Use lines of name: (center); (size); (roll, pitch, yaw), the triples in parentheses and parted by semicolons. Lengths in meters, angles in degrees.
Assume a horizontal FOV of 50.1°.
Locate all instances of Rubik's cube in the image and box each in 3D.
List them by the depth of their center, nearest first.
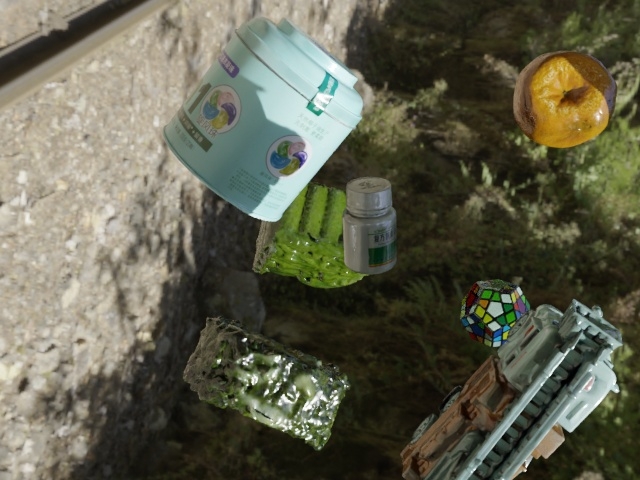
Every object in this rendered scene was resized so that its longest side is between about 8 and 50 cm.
Rubik's cube: (0.331, 0.137, 1.297); (0.112, 0.133, 0.133); (-40, 148, -27)

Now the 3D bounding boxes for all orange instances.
orange: (0.604, -0.346, 1.720); (0.183, 0.249, 0.248); (-8, 106, -80)

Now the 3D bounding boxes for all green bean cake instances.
green bean cake: (0.000, 0.000, 1.811); (0.335, 0.319, 0.218); (125, -24, -70)

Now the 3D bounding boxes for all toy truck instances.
toy truck: (0.246, 0.220, 0.862); (0.338, 0.133, 0.184); (-51, 173, 12)

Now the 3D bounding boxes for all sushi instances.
sushi: (-0.112, 0.301, 1.470); (0.178, 0.352, 0.294); (-65, -168, -7)

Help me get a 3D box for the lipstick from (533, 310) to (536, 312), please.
lipstick: (0.511, 0.343, 1.749); (0.087, 0.087, 0.326); (61, 46, -73)

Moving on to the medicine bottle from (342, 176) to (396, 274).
medicine bottle: (0.073, -0.022, 1.011); (0.080, 0.080, 0.130); (-63, 154, -60)

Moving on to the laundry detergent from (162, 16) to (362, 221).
laundry detergent: (-0.093, -0.241, 1.292); (0.305, 0.287, 0.287); (-50, 177, 14)
